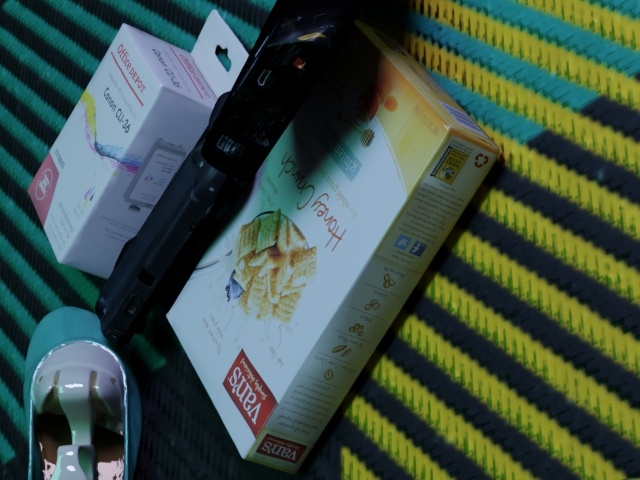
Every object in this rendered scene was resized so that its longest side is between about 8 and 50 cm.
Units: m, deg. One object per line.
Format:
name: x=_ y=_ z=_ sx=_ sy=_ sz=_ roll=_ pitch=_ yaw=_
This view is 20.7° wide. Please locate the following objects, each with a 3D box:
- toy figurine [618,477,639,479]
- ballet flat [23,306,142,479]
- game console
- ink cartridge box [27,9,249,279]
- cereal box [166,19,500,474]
toy figurine: x=0.129 y=0.179 z=0.641 sx=0.191 sy=0.217 sz=0.362 roll=-50 pitch=38 yaw=26
ballet flat: x=-0.162 y=0.141 z=1.197 sx=0.087 sy=0.083 sz=0.247 roll=101 pitch=166 yaw=-59
game console: x=-0.056 y=-0.074 z=1.166 sx=0.361 sy=0.044 sz=0.213 roll=-53 pitch=10 yaw=39
ink cartridge box: x=-0.136 y=-0.081 z=1.311 sx=0.198 sy=0.067 sz=0.115 roll=-57 pitch=34 yaw=16
cereal box: x=0.000 y=0.000 z=1.085 sx=0.240 sy=0.047 sz=0.173 roll=-58 pitch=32 yaw=15
